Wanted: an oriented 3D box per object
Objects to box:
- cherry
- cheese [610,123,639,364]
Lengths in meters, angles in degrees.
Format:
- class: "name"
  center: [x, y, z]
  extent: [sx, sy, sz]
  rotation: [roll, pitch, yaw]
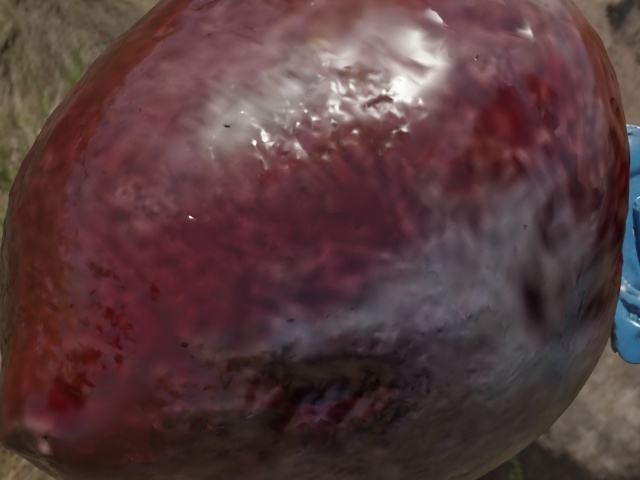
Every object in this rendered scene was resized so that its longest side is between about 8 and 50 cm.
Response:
- class: "cherry"
  center: [0.000, 0.000, 0.551]
  extent: [0.300, 0.230, 0.203]
  rotation: [-26, 52, -34]
- class: "cheese"
  center: [0.253, -0.016, 0.686]
  extent: [0.245, 0.052, 0.135]
  rotation: [-8, 88, -2]
